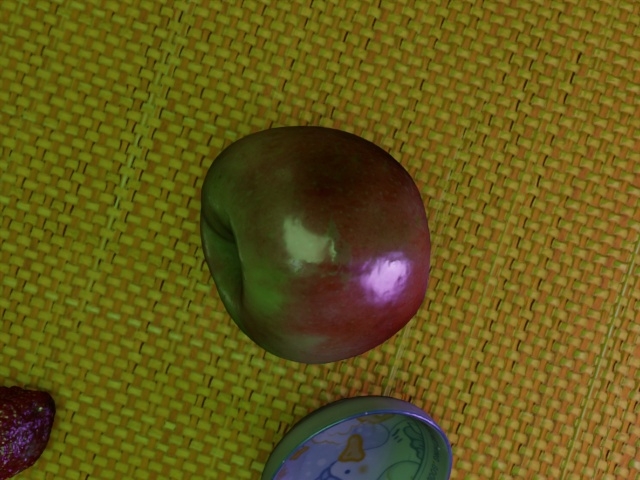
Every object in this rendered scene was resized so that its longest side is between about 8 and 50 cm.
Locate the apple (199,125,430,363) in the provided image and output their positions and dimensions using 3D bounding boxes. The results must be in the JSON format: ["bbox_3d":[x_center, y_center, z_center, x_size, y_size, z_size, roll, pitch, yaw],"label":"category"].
[{"bbox_3d":[0.000,0.000,1.562,0.277,0.319,0.319,-16,90,-20],"label":"apple"}]

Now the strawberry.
[{"bbox_3d":[-0.444,0.267,1.646,0.148,0.131,0.131,-17,90,7],"label":"strawberry"}]

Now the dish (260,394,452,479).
[{"bbox_3d":[0.031,0.299,1.645,0.273,0.134,0.273,-12,127,-16],"label":"dish"}]
